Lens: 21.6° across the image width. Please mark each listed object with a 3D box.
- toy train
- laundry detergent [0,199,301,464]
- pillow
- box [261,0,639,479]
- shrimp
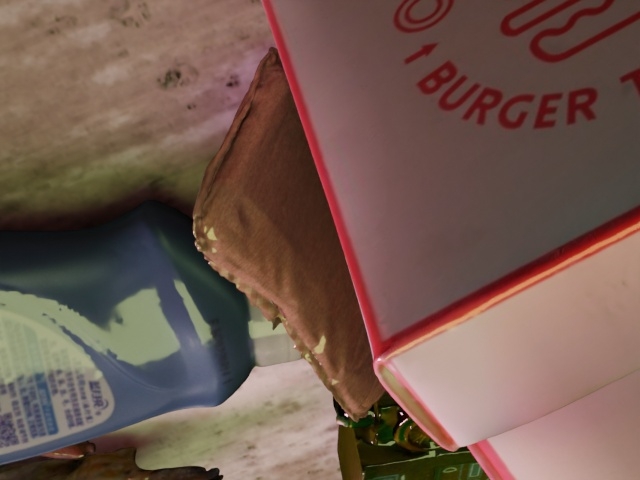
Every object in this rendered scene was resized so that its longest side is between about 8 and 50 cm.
[{"bbox_3d":[0.118,0.117,1.108,0.225,0.090,0.137,-6,137,-9],"label":"toy train"},{"bbox_3d":[-0.139,0.051,0.989,0.290,0.094,0.143,-10,113,-9],"label":"laundry detergent"},{"bbox_3d":[-0.001,0.003,0.960,0.034,0.135,0.211,-3,139,34],"label":"pillow"},{"bbox_3d":[0.188,-0.031,0.848,0.314,0.312,0.300,-28,130,9],"label":"box"},{"bbox_3d":[-0.199,0.147,1.078,0.254,0.059,0.145,-18,121,9],"label":"shrimp"}]
